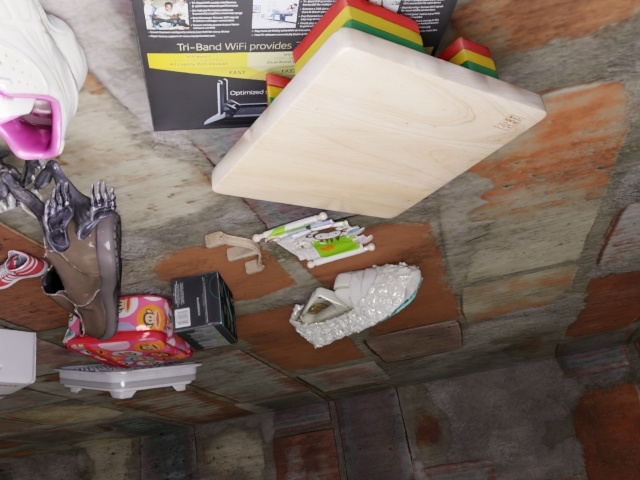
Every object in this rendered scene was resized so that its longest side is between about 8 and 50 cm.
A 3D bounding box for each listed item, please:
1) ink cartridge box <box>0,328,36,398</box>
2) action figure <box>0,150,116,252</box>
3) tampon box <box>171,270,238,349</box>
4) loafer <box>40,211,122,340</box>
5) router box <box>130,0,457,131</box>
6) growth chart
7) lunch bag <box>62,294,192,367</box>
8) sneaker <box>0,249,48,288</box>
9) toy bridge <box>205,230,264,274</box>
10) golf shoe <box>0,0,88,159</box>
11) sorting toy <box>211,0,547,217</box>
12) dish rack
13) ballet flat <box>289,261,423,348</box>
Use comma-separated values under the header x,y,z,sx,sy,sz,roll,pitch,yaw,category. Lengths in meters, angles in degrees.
x,y,z,sx,sy,sz,roll,pitch,yaw,category
-0.845,0.304,1.506,0.308,0.128,0.223,-27,151,35,ink cartridge box
-0.375,-0.095,0.755,0.276,0.140,0.164,25,-160,17,action figure
-0.248,0.155,1.390,0.102,0.120,0.161,-10,156,1,tampon box
-0.420,0.062,1.136,0.130,0.133,0.366,3,144,-16,loafer
-0.033,-0.218,0.669,0.309,0.080,0.243,-4,157,-11,router box
0.000,0.000,1.256,0.172,0.021,0.237,-20,155,21,growth chart
-0.445,0.213,1.472,0.258,0.120,0.293,-6,159,4,lunch bag
-0.557,0.052,1.144,0.119,0.042,0.067,-18,160,2,sneaker
-0.149,0.022,1.244,0.063,0.026,0.188,-17,156,15,toy bridge
-0.302,-0.188,0.573,0.115,0.140,0.306,-10,155,7,golf shoe
0.050,-0.129,0.686,0.257,0.089,0.255,6,153,-34,sorting toy
-0.505,0.360,1.689,0.333,0.072,0.286,-6,173,40,dish rack
0.057,0.146,1.485,0.147,0.146,0.409,8,151,-34,ballet flat
